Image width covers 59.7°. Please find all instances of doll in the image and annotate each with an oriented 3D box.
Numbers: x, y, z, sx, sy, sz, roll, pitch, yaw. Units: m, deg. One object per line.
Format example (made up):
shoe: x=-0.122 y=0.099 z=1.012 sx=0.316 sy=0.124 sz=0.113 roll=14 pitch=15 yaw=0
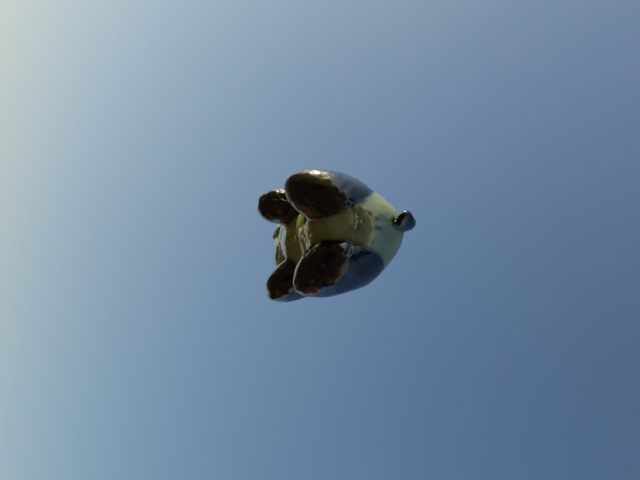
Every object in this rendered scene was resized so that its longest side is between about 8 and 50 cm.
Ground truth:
doll: x=0.001 y=0.001 z=0.678 sx=0.234 sy=0.135 sz=0.143 roll=-18 pitch=-107 yaw=59
